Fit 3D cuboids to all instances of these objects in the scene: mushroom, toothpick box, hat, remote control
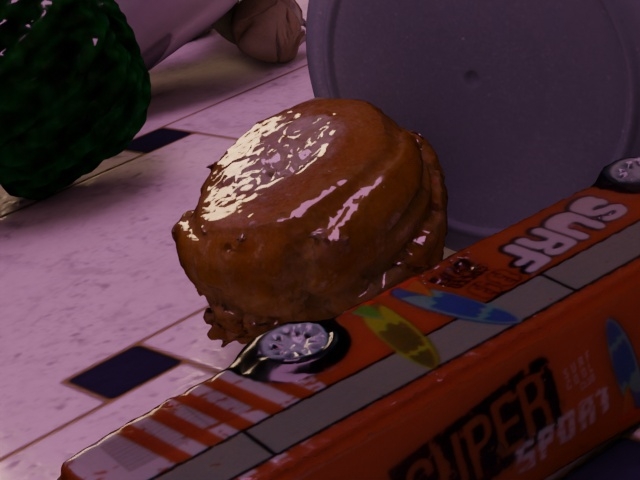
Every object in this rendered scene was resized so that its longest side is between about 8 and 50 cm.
[{"bbox_3d":[-0.081,-0.240,1.558,0.081,0.092,0.223,13,29,-31],"label":"mushroom"},{"bbox_3d":[0.184,-0.162,0.992,0.263,0.263,0.355,1,23,34],"label":"toothpick box"},{"bbox_3d":[-0.320,-0.125,1.233,0.332,0.274,0.242,-35,-14,7],"label":"hat"},{"bbox_3d":[-0.186,-0.224,1.479,0.332,0.103,0.221,-34,35,5],"label":"remote control"}]

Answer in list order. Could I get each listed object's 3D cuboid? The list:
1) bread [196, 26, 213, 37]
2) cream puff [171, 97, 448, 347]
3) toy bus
[{"bbox_3d":[-0.279,-0.284,1.708,0.337,0.183,0.102,-8,18,9],"label":"bread"},{"bbox_3d":[0.000,0.000,0.859,0.165,0.115,0.150,-40,29,-27],"label":"cream puff"},{"bbox_3d":[0.079,0.054,0.708,0.409,0.093,0.092,-26,31,-28],"label":"toy bus"}]
